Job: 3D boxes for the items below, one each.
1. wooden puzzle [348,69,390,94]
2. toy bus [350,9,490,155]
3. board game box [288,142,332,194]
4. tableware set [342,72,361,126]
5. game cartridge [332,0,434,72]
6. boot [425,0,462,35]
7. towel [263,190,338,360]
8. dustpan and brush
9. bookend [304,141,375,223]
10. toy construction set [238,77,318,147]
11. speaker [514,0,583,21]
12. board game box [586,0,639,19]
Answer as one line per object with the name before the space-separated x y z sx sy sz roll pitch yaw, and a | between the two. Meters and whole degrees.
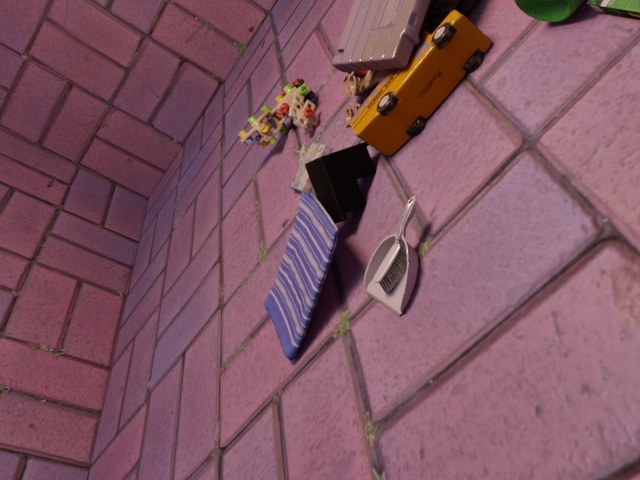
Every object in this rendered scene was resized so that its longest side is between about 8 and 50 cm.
wooden puzzle | 0.158 -0.558 1.383 0.348 0.080 0.322 -135 65 -75
toy bus | 0.214 -0.348 1.185 0.332 0.108 0.130 -49 27 24
board game box | -0.031 -0.215 1.572 0.154 0.026 0.103 -62 27 0
tableware set | 0.085 -0.384 1.450 0.141 0.020 0.168 -151 53 -75
game cartridge | 0.168 -0.558 1.202 0.230 0.068 0.355 19 90 47
boot | 0.306 -0.549 1.221 0.338 0.118 0.222 151 138 -68
towel | -0.053 0.077 1.231 0.243 0.040 0.336 -123 47 -59
dustpan and brush | 0.147 0.019 1.012 0.211 0.060 0.147 -62 27 1
bookend | 0.066 -0.139 1.264 0.157 0.156 0.072 -25 7 -33
toy construction set | -0.125 -0.427 1.795 0.328 0.151 0.215 -5 36 50
speaker | 0.454 -0.543 0.924 0.296 0.131 0.131 -63 27 -1
board game box | 0.532 -0.463 0.790 0.259 0.030 0.136 -59 31 20
